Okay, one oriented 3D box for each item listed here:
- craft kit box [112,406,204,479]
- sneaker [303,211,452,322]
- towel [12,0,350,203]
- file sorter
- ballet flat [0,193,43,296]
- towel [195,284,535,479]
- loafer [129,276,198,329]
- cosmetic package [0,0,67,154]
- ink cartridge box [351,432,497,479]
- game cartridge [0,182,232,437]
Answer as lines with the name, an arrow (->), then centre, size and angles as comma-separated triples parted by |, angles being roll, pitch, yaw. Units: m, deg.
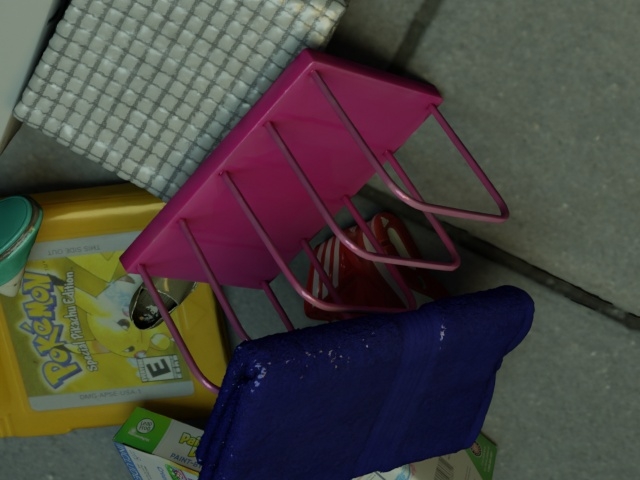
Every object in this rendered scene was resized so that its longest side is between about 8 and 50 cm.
craft kit box -> -0.080, 0.304, 1.792 | 0.247, 0.061, 0.250 | 19, 147, 30
sneaker -> 0.066, 0.082, 1.723 | 0.128, 0.087, 0.221 | -18, 104, 32
towel -> -0.127, -0.184, 1.578 | 0.235, 0.121, 0.283 | 29, 121, -8
file sorter -> 0.000, 0.000, 1.556 | 0.290, 0.202, 0.182 | -46, 58, 25
ballet flat -> -0.360, 0.037, 1.694 | 0.247, 0.083, 0.087 | -32, 137, 19
towel -> 0.035, 0.140, 1.549 | 0.308, 0.076, 0.227 | -10, 139, -29
loafer -> -0.150, 0.038, 1.689 | 0.056, 0.050, 0.148 | 25, 117, -11
cosmetic package -> -0.300, -0.190, 1.621 | 0.060, 0.099, 0.239 | 26, 122, -3
ink cartridge box -> 0.076, 0.220, 1.744 | 0.212, 0.154, 0.093 | 43, 121, -14
game cartridge -> -0.267, 0.081, 1.772 | 0.324, 0.052, 0.285 | -7, 118, 4
